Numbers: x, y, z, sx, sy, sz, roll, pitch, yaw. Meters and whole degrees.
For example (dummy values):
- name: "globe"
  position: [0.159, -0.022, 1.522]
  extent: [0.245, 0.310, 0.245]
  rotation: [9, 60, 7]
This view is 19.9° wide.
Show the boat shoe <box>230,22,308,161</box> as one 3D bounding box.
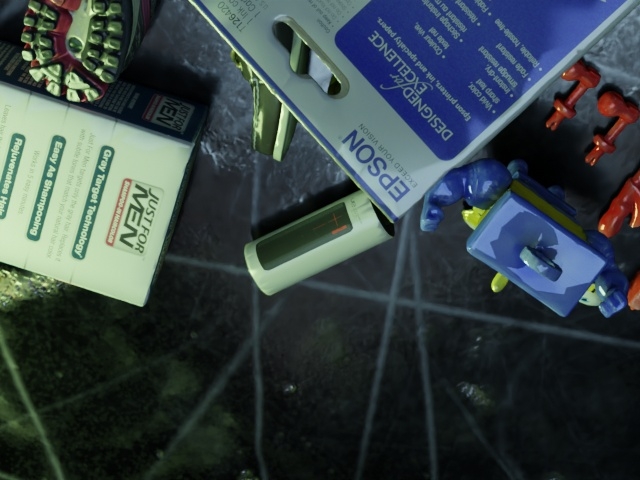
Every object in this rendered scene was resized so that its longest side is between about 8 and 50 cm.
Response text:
- name: "boat shoe"
  position: [-0.044, -0.184, 1.621]
  extent: [0.069, 0.081, 0.228]
  rotation: [9, 106, 4]

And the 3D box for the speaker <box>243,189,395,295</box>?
- name: "speaker"
  position: [0.000, 0.000, 1.707]
  extent: [0.136, 0.055, 0.055]
  rotation: [-25, 109, 15]

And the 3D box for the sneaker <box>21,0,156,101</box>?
- name: "sneaker"
  position: [-0.183, -0.272, 1.568]
  extent: [0.121, 0.112, 0.299]
  rotation: [23, 118, 6]

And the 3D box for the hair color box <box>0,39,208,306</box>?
- name: "hair color box"
  position: [-0.294, -0.083, 1.671]
  extent: [0.347, 0.105, 0.174]
  rotation: [18, 114, -2]

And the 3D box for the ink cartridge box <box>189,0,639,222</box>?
- name: "ink cartridge box"
  position: [0.076, -0.227, 1.520]
  extent: [0.307, 0.072, 0.303]
  rotation: [-42, 87, 9]

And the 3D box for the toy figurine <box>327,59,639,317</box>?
- name: "toy figurine"
  position: [0.180, -0.046, 1.582]
  extent: [0.362, 0.217, 0.191]
  rotation: [36, 112, -10]
